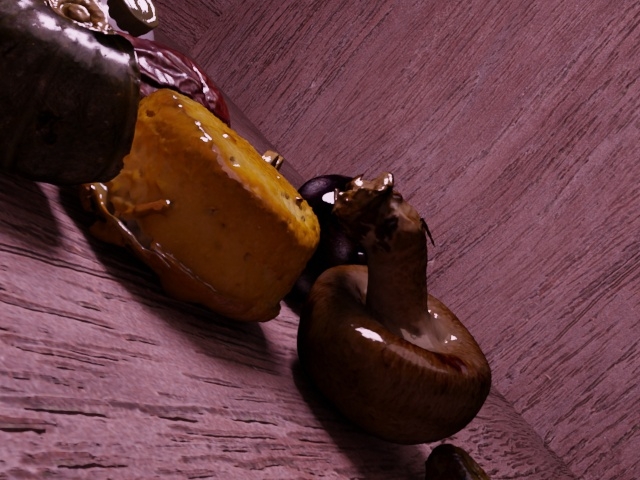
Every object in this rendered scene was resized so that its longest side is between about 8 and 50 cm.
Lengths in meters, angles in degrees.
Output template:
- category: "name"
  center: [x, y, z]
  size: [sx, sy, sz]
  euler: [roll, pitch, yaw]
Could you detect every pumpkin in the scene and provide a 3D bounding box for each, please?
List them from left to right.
- category: "pumpkin"
  center: [-0.366, -0.196, 0.867]
  size: [0.232, 0.242, 0.325]
  euler: [-1, 43, -37]

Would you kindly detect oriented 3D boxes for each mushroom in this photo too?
- category: "mushroom"
  center: [0.119, 0.111, 1.166]
  size: [0.334, 0.356, 0.331]
  euler: [24, -3, -2]

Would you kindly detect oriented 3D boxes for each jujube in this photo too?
- category: "jujube"
  center: [-0.285, -0.207, 1.214]
  size: [0.216, 0.216, 0.342]
  euler: [48, 9, 24]

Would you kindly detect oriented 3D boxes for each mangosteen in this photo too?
- category: "mangosteen"
  center: [0.004, 0.003, 1.498]
  size: [0.233, 0.287, 0.287]
  euler: [53, 7, -8]

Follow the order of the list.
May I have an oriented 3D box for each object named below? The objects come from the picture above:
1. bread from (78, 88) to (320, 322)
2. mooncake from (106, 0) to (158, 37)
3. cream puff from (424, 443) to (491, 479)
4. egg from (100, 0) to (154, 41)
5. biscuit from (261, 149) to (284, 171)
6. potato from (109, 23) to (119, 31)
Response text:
- category: "bread"
  center: [-0.160, -0.054, 1.060]
  size: [0.337, 0.204, 0.358]
  euler: [43, 8, 26]
- category: "mooncake"
  center: [-0.326, -0.302, 0.763]
  size: [0.347, 0.057, 0.150]
  euler: [32, 32, -13]
- category: "cream puff"
  center: [0.210, 0.376, 1.146]
  size: [0.149, 0.084, 0.149]
  euler: [47, 9, -10]
- category: "egg"
  center: [-0.459, -0.441, 1.623]
  size: [0.176, 0.176, 0.232]
  euler: [48, 13, 24]
- category: "biscuit"
  center: [-0.117, -0.082, 1.335]
  size: [0.035, 0.158, 0.240]
  euler: [28, -28, 2]
- category: "potato"
  center: [-0.431, -0.336, 1.360]
  size: [0.191, 0.141, 0.296]
  euler: [39, 11, -18]
